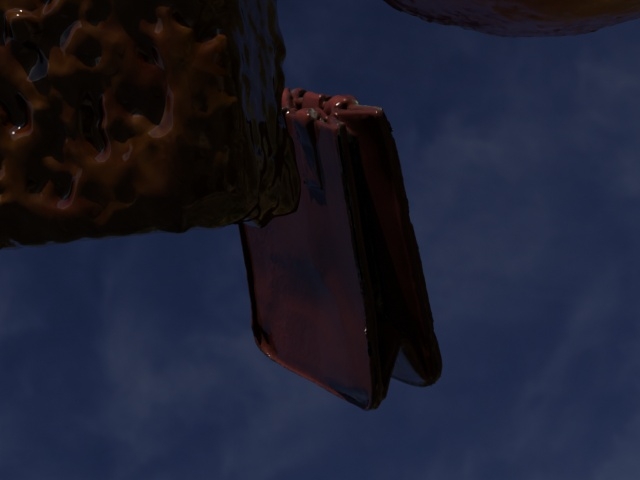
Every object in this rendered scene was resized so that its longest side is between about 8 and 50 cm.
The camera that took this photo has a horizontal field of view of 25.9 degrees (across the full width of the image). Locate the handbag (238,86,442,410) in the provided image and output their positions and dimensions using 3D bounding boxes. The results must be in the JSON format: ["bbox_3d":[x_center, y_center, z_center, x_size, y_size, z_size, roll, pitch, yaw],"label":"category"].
[{"bbox_3d":[0.001,0.000,1.280,0.084,0.260,0.275,-16,-75,-23],"label":"handbag"}]

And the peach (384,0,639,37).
[{"bbox_3d":[0.116,-0.211,0.639,0.281,0.238,0.281,-2,-43,-2],"label":"peach"}]

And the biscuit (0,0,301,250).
[{"bbox_3d":[-0.227,-0.157,1.068,0.395,0.166,0.342,-7,-83,14],"label":"biscuit"}]
